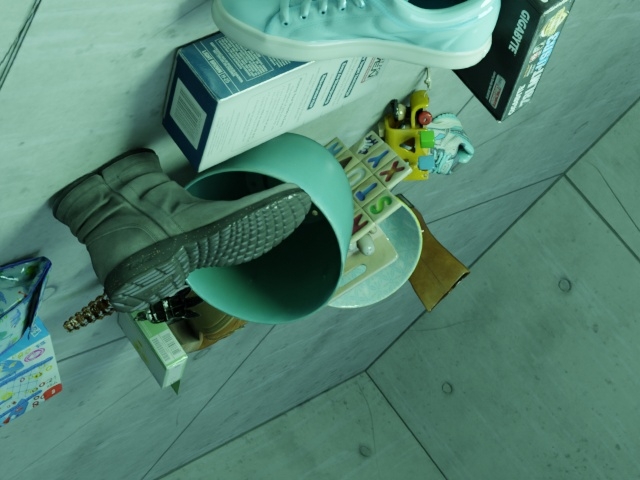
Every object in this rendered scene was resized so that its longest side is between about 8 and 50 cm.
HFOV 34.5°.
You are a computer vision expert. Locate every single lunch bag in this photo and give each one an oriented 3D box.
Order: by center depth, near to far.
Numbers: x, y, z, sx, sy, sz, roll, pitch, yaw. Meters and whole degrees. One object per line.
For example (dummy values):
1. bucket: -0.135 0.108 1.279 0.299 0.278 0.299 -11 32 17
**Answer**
1. lunch bag: -0.483 0.102 1.596 0.151 0.096 0.129 -43 169 -42

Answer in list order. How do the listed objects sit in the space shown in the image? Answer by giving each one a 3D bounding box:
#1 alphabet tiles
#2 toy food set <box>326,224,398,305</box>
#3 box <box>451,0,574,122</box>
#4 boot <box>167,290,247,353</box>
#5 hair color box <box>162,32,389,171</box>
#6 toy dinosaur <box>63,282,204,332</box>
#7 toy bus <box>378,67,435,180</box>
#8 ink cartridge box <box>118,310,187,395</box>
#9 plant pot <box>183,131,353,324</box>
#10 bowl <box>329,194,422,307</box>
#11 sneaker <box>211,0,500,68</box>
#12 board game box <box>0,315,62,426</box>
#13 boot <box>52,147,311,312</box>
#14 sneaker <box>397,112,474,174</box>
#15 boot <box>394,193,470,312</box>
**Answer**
1. alphabet tiles: -0.003 -0.062 1.895 0.342 0.285 0.011 -38 128 1
2. toy food set: 0.000 0.000 2.088 0.220 0.092 0.306 -34 130 7
3. box: 0.205 -0.347 1.432 0.073 0.293 0.295 -34 164 -12
4. boot: -0.208 0.161 2.303 0.220 0.109 0.283 -16 156 -50
5. hair color box: -0.052 -0.246 1.507 0.347 0.105 0.174 -28 162 -30
6. toy dinosaur: -0.293 0.077 1.828 0.322 0.164 0.218 -51 -168 -9
7. toy bus: 0.168 -0.218 2.055 0.104 0.202 0.191 -2 165 2
8. ink cartridge box: -0.341 0.220 2.072 0.056 0.171 0.235 -29 162 -27
9. plant pot: -0.077 -0.047 1.712 0.293 0.293 0.235 -49 -171 35
10. bowl: 0.064 -0.012 2.261 0.290 0.156 0.289 -6 121 -10
11. sneaker: 0.049 -0.315 1.293 0.366 0.135 0.150 1 148 -8
12. board game box: -0.605 0.257 1.765 0.302 0.086 0.308 -32 163 -21
13. boot: -0.202 -0.059 1.500 0.338 0.222 0.118 -23 149 -21
14. sneaker: 0.240 -0.199 2.238 0.283 0.122 0.110 -21 158 -44
15. boot: 0.201 0.066 2.607 0.264 0.280 0.096 -41 164 10
